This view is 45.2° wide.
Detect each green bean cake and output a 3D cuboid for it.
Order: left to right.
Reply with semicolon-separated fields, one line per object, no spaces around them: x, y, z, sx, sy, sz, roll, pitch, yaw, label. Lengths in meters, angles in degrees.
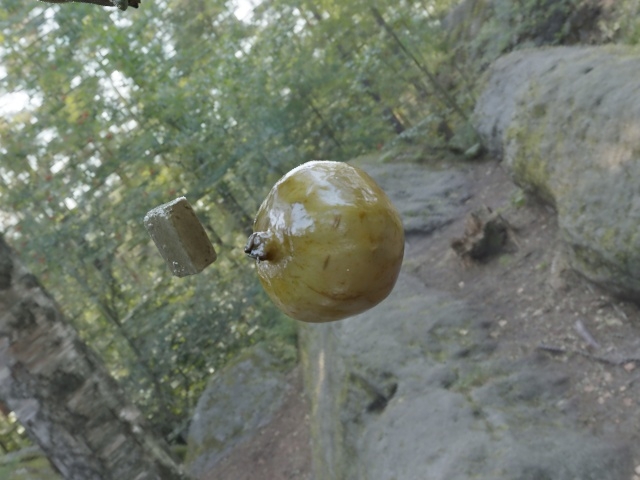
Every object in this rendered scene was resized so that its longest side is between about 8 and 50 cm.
-0.335;-0.005;1.837;0.109;0.179;0.085;-11;20;45;green bean cake

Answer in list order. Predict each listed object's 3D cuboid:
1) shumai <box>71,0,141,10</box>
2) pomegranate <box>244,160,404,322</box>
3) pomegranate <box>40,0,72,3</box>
-0.359;-0.542;1.228;0.397;0.324;0.323;-27;-48;-60;shumai
0.000;0.000;1.545;0.342;0.342;0.342;-37;9;6;pomegranate
-0.502;-0.616;1.459;0.319;0.319;0.319;-37;9;6;pomegranate
